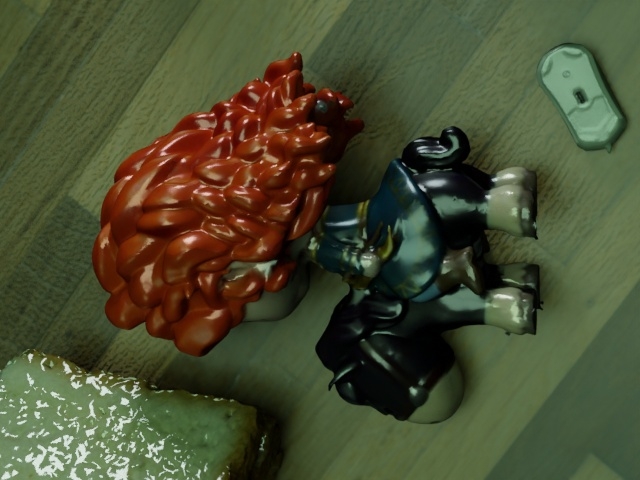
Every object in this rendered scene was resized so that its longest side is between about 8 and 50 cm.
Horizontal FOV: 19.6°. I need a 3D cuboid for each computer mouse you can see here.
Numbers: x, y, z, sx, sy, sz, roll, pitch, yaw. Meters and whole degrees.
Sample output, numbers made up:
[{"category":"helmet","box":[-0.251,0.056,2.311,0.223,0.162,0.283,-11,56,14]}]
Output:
[{"category":"computer mouse","box":[0.241,-0.130,1.696,0.056,0.032,0.110,-28,97,17]}]

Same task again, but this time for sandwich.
[{"category":"sandwich","box":[-0.225,0.254,1.745,0.325,0.131,0.262,11,56,14]}]

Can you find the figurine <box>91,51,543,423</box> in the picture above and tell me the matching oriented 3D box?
[{"category":"figurine","box":[0.008,0.008,1.693,0.412,0.241,0.306,24,125,-5]}]
